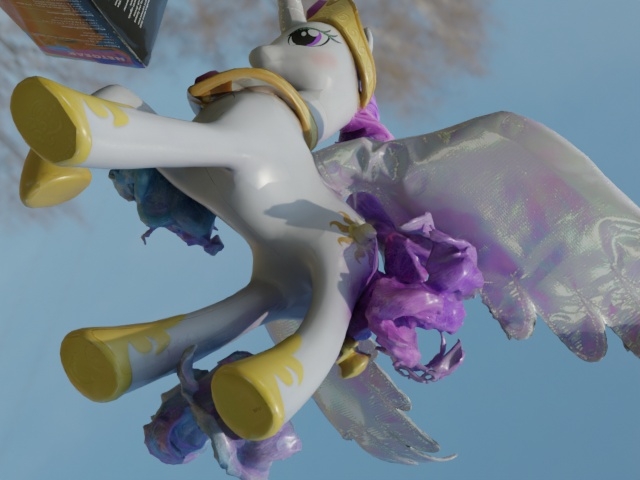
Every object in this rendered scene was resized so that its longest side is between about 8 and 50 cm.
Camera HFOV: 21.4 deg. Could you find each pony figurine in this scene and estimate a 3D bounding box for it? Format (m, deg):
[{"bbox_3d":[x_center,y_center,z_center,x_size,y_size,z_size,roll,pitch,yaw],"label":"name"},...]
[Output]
[{"bbox_3d":[0.000,0.000,1.039,0.303,0.351,0.363,-36,179,36],"label":"pony figurine"}]

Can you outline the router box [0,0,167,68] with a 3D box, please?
[{"bbox_3d":[-0.141,-0.297,1.044,0.081,0.243,0.308,9,-107,19],"label":"router box"}]
